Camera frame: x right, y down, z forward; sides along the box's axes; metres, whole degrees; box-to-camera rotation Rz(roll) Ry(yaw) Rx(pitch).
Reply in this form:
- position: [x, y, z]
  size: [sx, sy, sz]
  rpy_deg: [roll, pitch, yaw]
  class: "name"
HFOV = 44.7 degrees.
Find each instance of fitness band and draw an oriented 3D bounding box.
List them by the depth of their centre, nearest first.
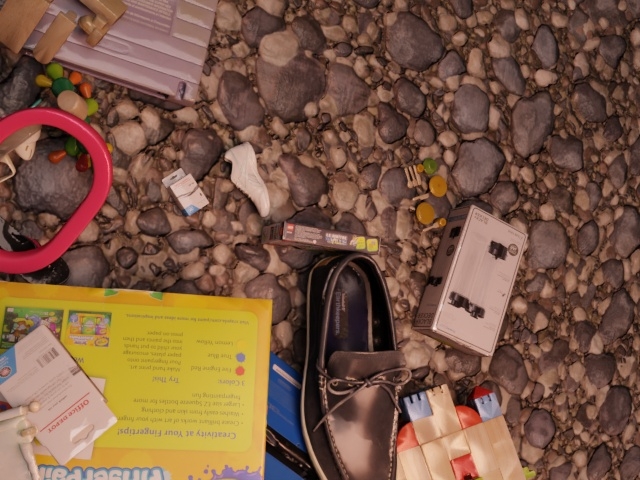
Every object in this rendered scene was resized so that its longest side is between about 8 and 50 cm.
- position: [-0.466, -0.080, 1.247]
  size: [0.209, 0.054, 0.291]
  rpy_deg: [38, 100, -21]
  class: "fitness band"

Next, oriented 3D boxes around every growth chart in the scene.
- position: [-0.450, 0.353, 1.077]
  size: [0.172, 0.021, 0.237]
  rpy_deg: [-11, 87, 8]
  class: "growth chart"

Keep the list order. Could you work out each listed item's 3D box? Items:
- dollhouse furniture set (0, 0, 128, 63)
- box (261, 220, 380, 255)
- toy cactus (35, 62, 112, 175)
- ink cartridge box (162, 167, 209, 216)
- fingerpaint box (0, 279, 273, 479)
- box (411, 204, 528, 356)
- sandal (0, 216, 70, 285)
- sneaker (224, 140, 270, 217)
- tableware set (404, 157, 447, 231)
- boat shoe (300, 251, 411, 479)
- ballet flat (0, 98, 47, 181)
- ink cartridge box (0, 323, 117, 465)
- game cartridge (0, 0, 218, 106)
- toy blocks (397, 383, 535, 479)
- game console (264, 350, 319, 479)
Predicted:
- position: [-0.445, -0.380, 1.333]
  size: [0.144, 0.123, 0.151]
  rpy_deg: [40, 36, -17]
  class: "dollhouse furniture set"
- position: [0.000, 0.000, 1.525]
  size: [0.207, 0.114, 0.036]
  rpy_deg: [9, 82, -24]
  class: "box"
- position: [-0.423, -0.211, 1.312]
  size: [0.112, 0.180, 0.219]
  rpy_deg: [-14, 85, -11]
  class: "toy cactus"
- position: [-0.254, -0.092, 1.459]
  size: [0.048, 0.028, 0.083]
  rpy_deg: [-37, 101, -23]
  class: "ink cartridge box"
- position: [-0.312, 0.272, 1.247]
  size: [0.445, 0.163, 0.371]
  rpy_deg: [4, 74, -9]
  class: "fingerpaint box"
- position: [0.324, 0.089, 1.686]
  size: [0.169, 0.087, 0.290]
  rpy_deg: [24, 75, -22]
  class: "box"
- position: [-0.508, 0.020, 1.323]
  size: [0.179, 0.040, 0.067]
  rpy_deg: [40, 71, -17]
  class: "sandal"
- position: [-0.141, -0.112, 1.506]
  size: [0.061, 0.054, 0.152]
  rpy_deg: [-21, 89, -16]
  class: "sneaker"
- position: [0.235, -0.099, 1.697]
  size: [0.104, 0.024, 0.154]
  rpy_deg: [-19, 93, -29]
  class: "tableware set"
- position: [0.065, 0.252, 1.449]
  size: [0.187, 0.156, 0.500]
  rpy_deg: [5, 69, -21]
  class: "boat shoe"
- position: [-0.515, -0.148, 1.286]
  size: [0.213, 0.072, 0.068]
  rpy_deg: [-36, 112, 9]
  class: "ballet flat"
- position: [-0.385, 0.224, 1.127]
  size: [0.104, 0.060, 0.180]
  rpy_deg: [-39, 84, -16]
  class: "ink cartridge box"
- position: [-0.376, -0.404, 1.413]
  size: [0.355, 0.068, 0.230]
  rpy_deg: [15, 75, -23]
  class: "game cartridge"
- position: [0.233, 0.414, 1.583]
  size: [0.381, 0.191, 0.260]
  rpy_deg: [-15, 79, -16]
  class: "toy blocks"
- position: [-0.141, 0.358, 1.477]
  size: [0.293, 0.173, 0.250]
  rpy_deg: [41, 39, -17]
  class: "game console"
